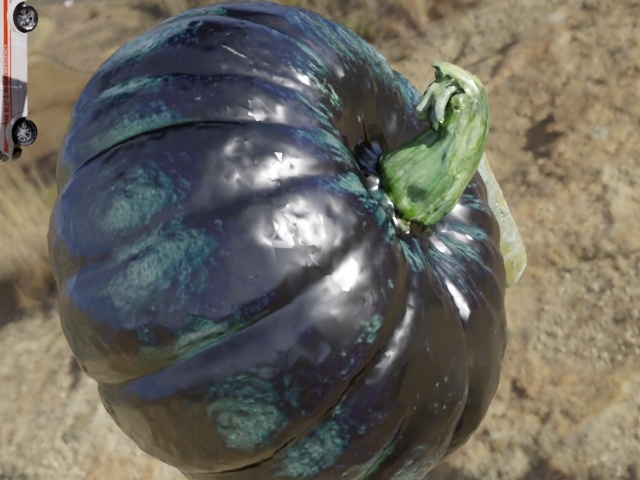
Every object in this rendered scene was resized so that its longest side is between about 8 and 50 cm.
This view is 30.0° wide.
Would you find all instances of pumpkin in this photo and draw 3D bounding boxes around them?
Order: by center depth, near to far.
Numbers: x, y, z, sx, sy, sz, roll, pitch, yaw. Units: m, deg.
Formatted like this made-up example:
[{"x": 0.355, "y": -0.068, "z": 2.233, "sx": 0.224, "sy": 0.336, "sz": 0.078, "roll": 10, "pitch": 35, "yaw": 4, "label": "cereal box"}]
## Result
[{"x": -0.010, "y": 0.006, "z": 0.436, "sx": 0.150, "sy": 0.194, "sz": 0.194, "roll": 6, "pitch": 40, "yaw": 36, "label": "pumpkin"}]

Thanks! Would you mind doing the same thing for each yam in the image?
[{"x": 0.169, "y": -0.029, "z": 1.301, "sx": 0.078, "sy": 0.179, "sz": 0.078, "roll": -22, "pitch": 34, "yaw": 15, "label": "yam"}]

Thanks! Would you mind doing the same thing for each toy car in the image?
[{"x": -0.378, "y": -0.184, "z": 1.304, "sx": 0.089, "sy": 0.210, "sz": 0.108, "roll": 12, "pitch": 15, "yaw": 39, "label": "toy car"}]
